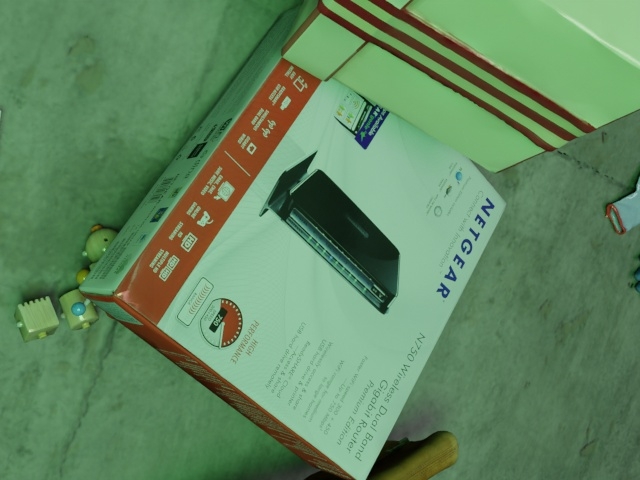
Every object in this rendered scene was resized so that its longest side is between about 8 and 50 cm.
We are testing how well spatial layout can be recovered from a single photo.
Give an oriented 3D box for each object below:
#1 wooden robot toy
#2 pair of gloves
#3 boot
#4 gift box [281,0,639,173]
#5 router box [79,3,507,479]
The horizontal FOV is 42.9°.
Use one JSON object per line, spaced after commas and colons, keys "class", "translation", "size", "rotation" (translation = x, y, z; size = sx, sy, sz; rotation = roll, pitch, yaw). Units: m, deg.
{"class": "wooden robot toy", "translation": [-0.197, 0.028, 0.744], "size": [0.173, 0.076, 0.079], "rotation": [-24, 76, -19]}
{"class": "pair of gloves", "translation": [0.451, -0.020, 1.060], "size": [0.159, 0.023, 0.198], "rotation": [-35, 114, -13]}
{"class": "boot", "translation": [-0.036, 0.260, 0.824], "size": [0.280, 0.264, 0.096], "rotation": [-24, 90, -47]}
{"class": "gift box", "translation": [0.128, -0.241, 0.645], "size": [0.258, 0.255, 0.276], "rotation": [27, 66, -16]}
{"class": "router box", "translation": [0.000, 0.000, 0.761], "size": [0.301, 0.082, 0.335], "rotation": [43, 65, -27]}
